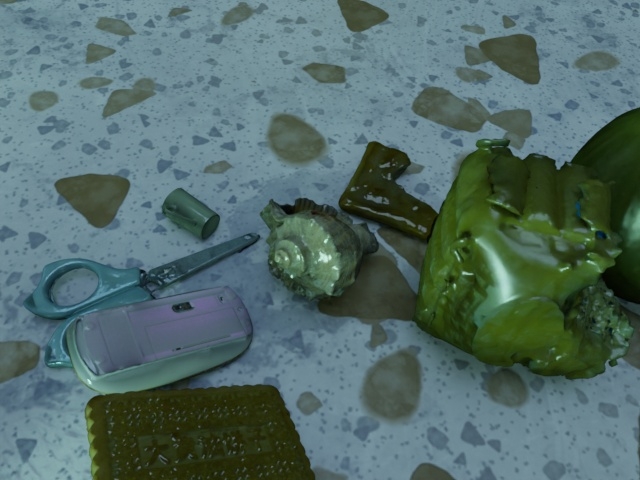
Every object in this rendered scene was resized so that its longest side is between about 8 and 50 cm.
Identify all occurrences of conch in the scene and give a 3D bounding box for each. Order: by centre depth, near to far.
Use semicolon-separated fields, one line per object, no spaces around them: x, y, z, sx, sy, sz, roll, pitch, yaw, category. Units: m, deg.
0.000;0.000;0.774;0.245;0.163;0.178;-16;70;-51;conch

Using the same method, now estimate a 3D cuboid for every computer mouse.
-0.210;0.130;0.692;0.245;0.056;0.126;-11;56;-37;computer mouse

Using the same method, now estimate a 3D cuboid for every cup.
-0.215;-0.046;0.832;0.083;0.075;0.054;32;80;13;cup

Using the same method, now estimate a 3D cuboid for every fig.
0.508;-0.064;0.760;0.316;0.316;0.316;2;55;-3;fig

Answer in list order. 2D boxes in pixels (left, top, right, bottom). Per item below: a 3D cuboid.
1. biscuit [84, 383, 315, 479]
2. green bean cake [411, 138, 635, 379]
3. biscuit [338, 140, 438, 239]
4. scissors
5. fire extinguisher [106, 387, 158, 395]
-0.126;0.241;0.579;0.254;0.029;0.172;9;33;-36;biscuit
0.281;0.054;0.660;0.285;0.310;0.202;14;53;8;green bean cake
0.136;-0.096;0.918;0.174;0.039;0.183;17;56;8;biscuit
-0.252;0.062;0.782;0.360;0.029;0.191;-25;66;-25;scissors
-0.208;0.219;0.659;0.177;0.050;0.062;21;30;9;fire extinguisher
